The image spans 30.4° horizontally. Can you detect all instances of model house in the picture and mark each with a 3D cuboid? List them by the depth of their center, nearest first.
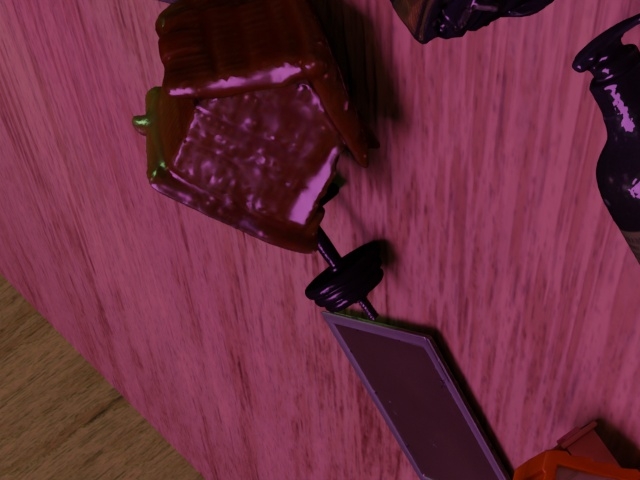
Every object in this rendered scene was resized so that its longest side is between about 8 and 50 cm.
[{"bbox_3d":[-0.056,-0.141,1.119,0.219,0.199,0.229,19,128,-17],"label":"model house"}]

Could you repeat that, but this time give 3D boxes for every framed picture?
[{"bbox_3d":[0.132,0.211,1.443,0.232,0.019,0.296,9,134,58],"label":"framed picture"}]

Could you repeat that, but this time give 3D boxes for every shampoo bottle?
[{"bbox_3d":[0.253,-0.016,0.785,0.284,0.101,0.101,57,156,-13],"label":"shampoo bottle"}]

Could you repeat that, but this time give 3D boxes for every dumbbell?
[{"bbox_3d":[0.000,0.000,1.273,0.208,0.099,0.099,55,157,-7],"label":"dumbbell"}]

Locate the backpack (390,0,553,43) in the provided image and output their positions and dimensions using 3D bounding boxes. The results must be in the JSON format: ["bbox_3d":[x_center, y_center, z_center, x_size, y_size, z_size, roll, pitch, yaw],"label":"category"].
[{"bbox_3d":[0.104,-0.246,0.687,0.206,0.133,0.258,56,160,11],"label":"backpack"}]

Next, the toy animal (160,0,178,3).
[{"bbox_3d":[-0.151,-0.246,1.220,0.070,0.079,0.253,-120,9,-52],"label":"toy animal"}]

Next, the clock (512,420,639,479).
[{"bbox_3d":[0.270,0.314,1.104,0.255,0.219,0.106,55,157,12],"label":"clock"}]
